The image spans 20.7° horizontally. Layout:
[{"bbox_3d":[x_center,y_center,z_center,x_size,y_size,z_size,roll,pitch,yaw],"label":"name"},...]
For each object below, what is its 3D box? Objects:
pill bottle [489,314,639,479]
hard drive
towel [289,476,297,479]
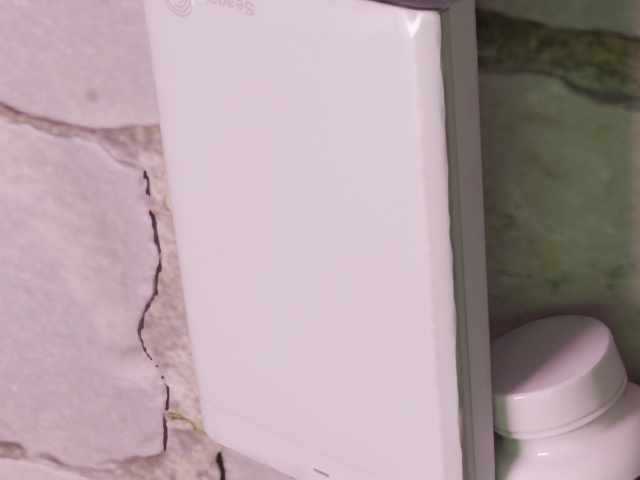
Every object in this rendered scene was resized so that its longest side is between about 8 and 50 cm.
[{"bbox_3d":[0.150,0.138,0.974,0.108,0.108,0.180,-13,115,22],"label":"pill bottle"},{"bbox_3d":[0.000,0.000,0.932,0.203,0.040,0.307,19,127,38],"label":"hard drive"},{"bbox_3d":[0.013,0.120,1.061,0.083,0.009,0.060,-4,117,17],"label":"towel"}]
